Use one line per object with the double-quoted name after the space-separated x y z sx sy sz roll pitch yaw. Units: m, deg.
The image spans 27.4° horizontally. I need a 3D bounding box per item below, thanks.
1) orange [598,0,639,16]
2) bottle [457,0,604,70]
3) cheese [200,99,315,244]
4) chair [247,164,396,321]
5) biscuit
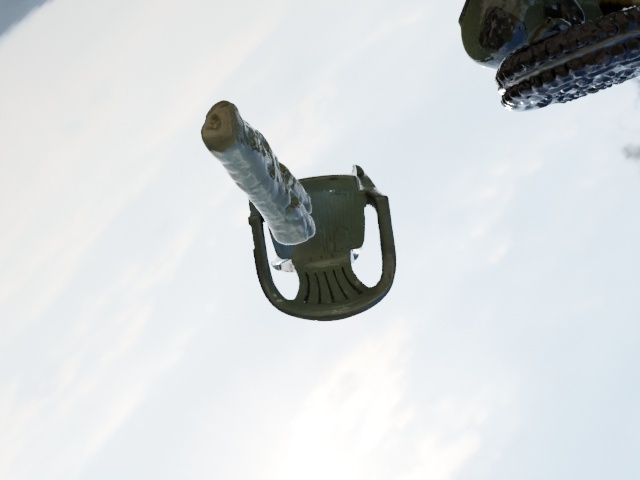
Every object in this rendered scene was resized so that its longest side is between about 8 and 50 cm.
0.551 -0.294 1.681 0.368 0.271 0.210 26 -95 45 "orange"
0.339 -0.307 1.869 0.347 0.168 0.168 -8 167 -43 "bottle"
-0.057 -0.063 1.267 0.043 0.194 0.065 -14 -126 19 "cheese"
0.000 0.000 1.939 0.203 0.190 0.275 -8 -172 -2 "chair"
0.249 -0.166 1.194 0.194 0.053 0.194 -19 177 -1 "biscuit"
